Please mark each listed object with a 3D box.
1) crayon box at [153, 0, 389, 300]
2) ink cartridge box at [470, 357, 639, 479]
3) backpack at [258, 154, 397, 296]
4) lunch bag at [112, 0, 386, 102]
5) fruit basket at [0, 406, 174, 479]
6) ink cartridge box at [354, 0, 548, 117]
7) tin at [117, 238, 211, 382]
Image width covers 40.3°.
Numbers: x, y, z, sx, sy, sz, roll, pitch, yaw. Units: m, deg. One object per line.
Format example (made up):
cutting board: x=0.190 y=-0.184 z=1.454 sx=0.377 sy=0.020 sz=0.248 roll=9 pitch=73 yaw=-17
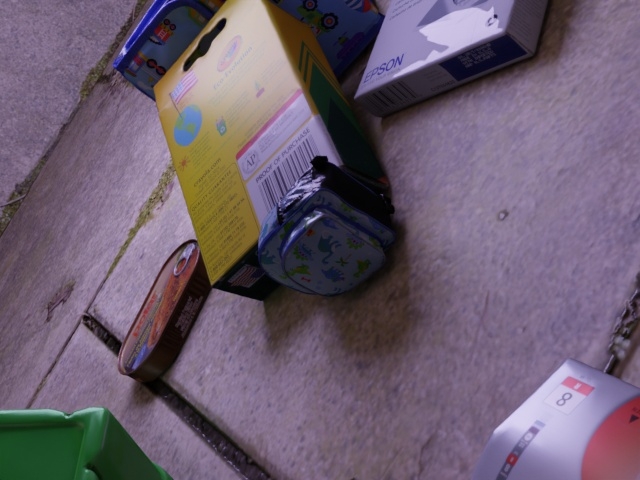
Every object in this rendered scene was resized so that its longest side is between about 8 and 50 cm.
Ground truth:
crayon box: x=-0.070 y=-0.120 z=0.963 sx=0.202 sy=0.081 sz=0.318 roll=-42 pitch=51 yaw=26
ink cartridge box: x=0.122 y=0.149 z=0.450 sx=0.179 sy=0.045 sz=0.145 roll=-37 pitch=24 yaw=-14
backpack: x=0.000 y=0.000 z=0.800 sx=0.114 sy=0.105 sz=0.084 roll=-42 pitch=30 yaw=31
lunch bag: x=-0.101 y=-0.248 z=1.096 sx=0.293 sy=0.221 sz=0.138 roll=-48 pitch=25 yaw=19
fruit basket: x=-0.275 y=0.373 z=0.765 sx=0.392 sy=0.283 sz=0.391 roll=178 pitch=90 yaw=-89
ink cartridge box: x=0.147 y=-0.252 z=0.895 sx=0.223 sy=0.045 sz=0.223 roll=-15 pitch=48 yaw=52
tin: x=-0.190 y=0.087 z=1.088 sx=0.106 sy=0.040 sz=0.189 roll=2 pitch=62 yaw=54
